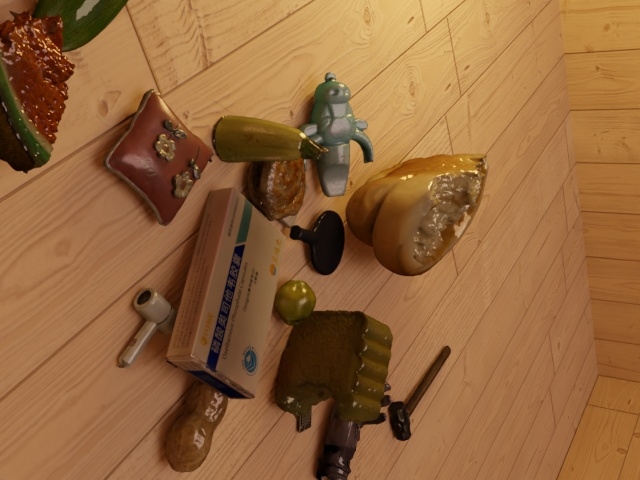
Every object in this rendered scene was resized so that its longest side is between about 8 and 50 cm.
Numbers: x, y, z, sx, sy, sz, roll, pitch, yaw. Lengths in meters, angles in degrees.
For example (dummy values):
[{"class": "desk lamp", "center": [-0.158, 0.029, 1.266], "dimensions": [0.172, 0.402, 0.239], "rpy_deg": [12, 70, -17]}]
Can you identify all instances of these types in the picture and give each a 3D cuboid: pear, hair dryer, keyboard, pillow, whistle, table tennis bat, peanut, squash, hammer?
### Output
[{"class": "pear", "center": [-0.052, 0.133, 1.582], "dimensions": [0.092, 0.092, 0.097], "rpy_deg": [-4, 97, -55]}, {"class": "hair dryer", "center": [-0.303, 0.156, 1.266], "dimensions": [0.137, 0.047, 0.082], "rpy_deg": [-58, 137, -23]}, {"class": "keyboard", "center": [-0.034, 0.371, 1.699], "dimensions": [0.049, 0.015, 0.129], "rpy_deg": [-4, 98, -55]}, {"class": "pillow", "center": [-0.264, -0.139, 1.249], "dimensions": [0.179, 0.075, 0.171], "rpy_deg": [51, 55, -44]}, {"class": "whistle", "center": [0.025, -0.231, 1.642], "dimensions": [0.186, 0.093, 0.274], "rpy_deg": [-12, 108, -27]}, {"class": "table tennis bat", "center": [0.000, 0.000, 1.674], "dimensions": [0.236, 0.027, 0.150], "rpy_deg": [17, 80, -61]}, {"class": "peanut", "center": [-0.225, 0.328, 1.364], "dimensions": [0.089, 0.089, 0.193], "rpy_deg": [52, 49, -45]}, {"class": "squash", "center": [-0.086, -0.178, 1.377], "dimensions": [0.094, 0.224, 0.094], "rpy_deg": [-27, 122, -54]}, {"class": "hammer", "center": [0.300, 0.423, 2.172], "dimensions": [0.365, 0.043, 0.111], "rpy_deg": [-44, 127, -46]}, {"class": "squash", "center": [-0.310, -0.435, 1.118], "dimensions": [0.107, 0.107, 0.395], "rpy_deg": [48, 56, -47]}]

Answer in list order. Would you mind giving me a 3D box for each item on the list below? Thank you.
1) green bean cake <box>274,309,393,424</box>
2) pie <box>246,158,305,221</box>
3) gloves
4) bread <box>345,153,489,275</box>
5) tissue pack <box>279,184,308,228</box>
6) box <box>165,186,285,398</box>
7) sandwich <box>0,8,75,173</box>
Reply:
[{"class": "green bean cake", "center": [0.032, 0.272, 1.577], "dimensions": [0.124, 0.236, 0.233], "rpy_deg": [31, 67, -39]}, {"class": "pie", "center": [-0.081, -0.132, 1.509], "dimensions": [0.163, 0.079, 0.194], "rpy_deg": [34, 65, -52]}, {"class": "gloves", "center": [0.070, 0.446, 1.777], "dimensions": [0.285, 0.119, 0.142], "rpy_deg": [-57, 150, -13]}, {"class": "bread", "center": [0.247, -0.100, 1.821], "dimensions": [0.424, 0.245, 0.329], "rpy_deg": [-28, 155, -48]}, {"class": "tissue pack", "center": [-0.062, -0.085, 1.590], "dimensions": [0.056, 0.023, 0.108], "rpy_deg": [44, 60, -50]}, {"class": "box", "center": [-0.164, 0.097, 1.372], "dimensions": [0.200, 0.065, 0.343], "rpy_deg": [47, 44, -47]}, {"class": "sandwich", "center": [-0.410, -0.206, 1.012], "dimensions": [0.160, 0.109, 0.185], "rpy_deg": [-51, 139, -40]}]
